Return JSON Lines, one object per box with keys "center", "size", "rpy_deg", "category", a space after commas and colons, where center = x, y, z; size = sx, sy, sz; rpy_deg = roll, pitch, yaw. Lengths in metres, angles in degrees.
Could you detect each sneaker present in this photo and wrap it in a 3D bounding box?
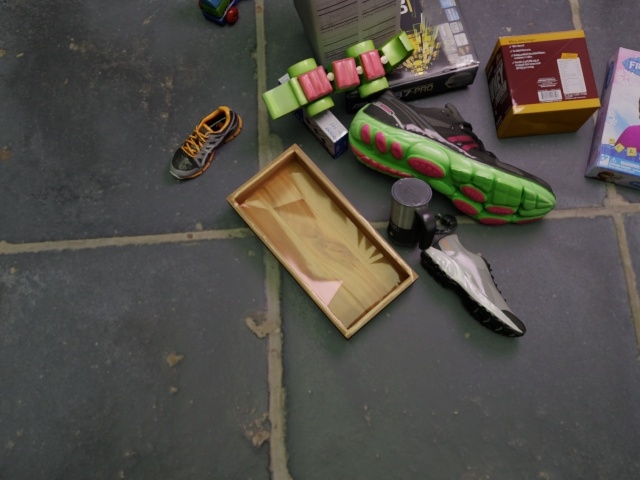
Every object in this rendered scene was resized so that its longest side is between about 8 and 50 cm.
{"center": [-0.279, -0.237, 1.282], "size": [0.084, 0.083, 0.215], "rpy_deg": [39, 82, 9], "category": "sneaker"}
{"center": [0.306, -0.194, 1.195], "size": [0.483, 0.185, 0.202], "rpy_deg": [27, 66, -1], "category": "sneaker"}
{"center": [0.342, 0.095, 1.165], "size": [0.108, 0.100, 0.271], "rpy_deg": [-39, 77, -13], "category": "sneaker"}

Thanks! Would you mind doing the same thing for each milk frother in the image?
{"center": [0.227, -0.065, 1.183], "size": [0.129, 0.134, 0.143], "rpy_deg": [38, 61, 26], "category": "milk frother"}

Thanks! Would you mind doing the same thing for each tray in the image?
{"center": [0.000, 0.000, 1.215], "size": [0.203, 0.076, 0.411], "rpy_deg": [-40, 78, -8], "category": "tray"}

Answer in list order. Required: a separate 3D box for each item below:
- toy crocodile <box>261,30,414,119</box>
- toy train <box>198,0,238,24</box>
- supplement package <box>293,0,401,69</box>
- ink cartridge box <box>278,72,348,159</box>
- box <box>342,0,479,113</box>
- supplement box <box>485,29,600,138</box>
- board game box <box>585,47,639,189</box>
{"center": [0.039, -0.352, 1.171], "size": [0.341, 0.105, 0.115], "rpy_deg": [-21, 98, -5], "category": "toy crocodile"}
{"center": [-0.221, -0.680, 1.352], "size": [0.105, 0.143, 0.247], "rpy_deg": [29, 84, 9], "category": "toy train"}
{"center": [0.046, -0.547, 1.161], "size": [0.198, 0.262, 0.199], "rpy_deg": [-22, 75, 1], "category": "supplement package"}
{"center": [-0.016, -0.294, 1.278], "size": [0.046, 0.097, 0.207], "rpy_deg": [-38, 77, -8], "category": "ink cartridge box"}
{"center": [0.174, -0.532, 1.330], "size": [0.319, 0.097, 0.394], "rpy_deg": [-12, 74, 0], "category": "box"}
{"center": [0.505, -0.358, 1.257], "size": [0.192, 0.129, 0.194], "rpy_deg": [-5, 75, 1], "category": "supplement box"}
{"center": [0.808, -0.260, 1.252], "size": [0.319, 0.066, 0.317], "rpy_deg": [15, 77, 6], "category": "board game box"}
